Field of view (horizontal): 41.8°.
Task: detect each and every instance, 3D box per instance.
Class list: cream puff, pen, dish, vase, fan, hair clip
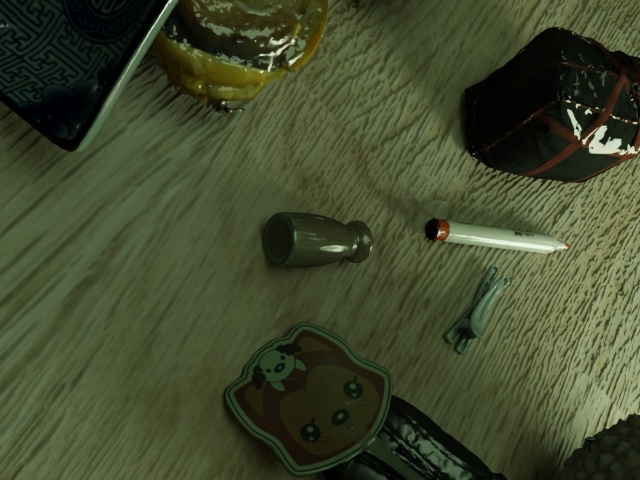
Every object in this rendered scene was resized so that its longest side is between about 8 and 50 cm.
[{"bbox_3d":[-0.085,-0.209,0.772,0.189,0.129,0.188,5,74,-17],"label":"cream puff"},{"bbox_3d":[0.213,-0.003,0.970,0.218,0.026,0.026,6,73,-32],"label":"pen"},{"bbox_3d":[-0.176,-0.210,0.668,0.182,0.243,0.080,38,12,17],"label":"dish"},{"bbox_3d":[0.000,0.000,0.815,0.101,0.053,0.053,1,76,-37],"label":"vase"},{"bbox_3d":[0.023,0.160,0.731,0.220,0.009,0.132,36,60,24],"label":"fan"},{"bbox_3d":[0.180,0.073,0.921,0.030,0.039,0.115,49,54,-18],"label":"hair clip"}]

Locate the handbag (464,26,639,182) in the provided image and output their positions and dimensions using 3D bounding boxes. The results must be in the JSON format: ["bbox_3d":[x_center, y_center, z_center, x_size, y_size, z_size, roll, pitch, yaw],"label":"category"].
[{"bbox_3d":[0.295,-0.155,0.981,0.216,0.169,0.155,6,72,-31],"label":"handbag"}]

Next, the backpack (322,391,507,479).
[{"bbox_3d":[0.078,0.219,0.771,0.165,0.105,0.120,43,58,10],"label":"backpack"}]

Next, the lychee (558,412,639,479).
[{"bbox_3d":[0.378,0.308,0.846,0.300,0.300,0.299,10,71,-31],"label":"lychee"}]
